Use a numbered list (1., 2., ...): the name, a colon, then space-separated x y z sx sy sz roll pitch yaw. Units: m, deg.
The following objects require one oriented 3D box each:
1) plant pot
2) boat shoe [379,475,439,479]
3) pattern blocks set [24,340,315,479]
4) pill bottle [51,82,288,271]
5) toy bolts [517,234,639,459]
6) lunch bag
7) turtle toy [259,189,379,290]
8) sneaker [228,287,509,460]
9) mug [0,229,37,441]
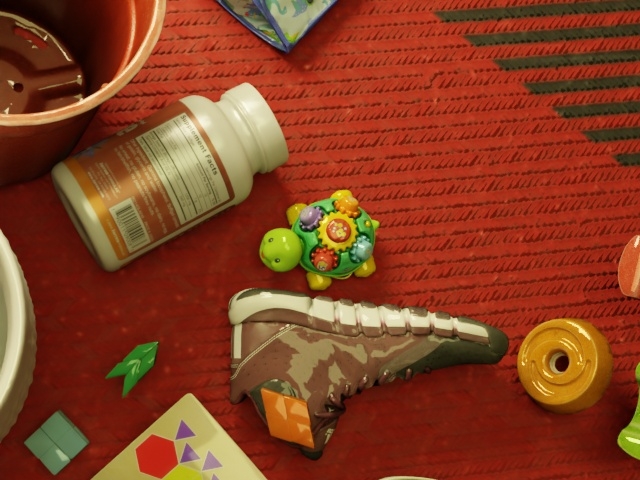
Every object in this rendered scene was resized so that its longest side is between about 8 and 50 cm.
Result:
1. plant pot: -0.299 -0.183 1.278 0.272 0.265 0.272 5 71 -15
2. boat shoe: 0.182 0.313 1.330 0.305 0.091 0.109 28 75 -4
3. pattern blocks set: -0.116 0.257 1.320 0.285 0.026 0.325 -34 88 3
4. pill bottle: -0.146 -0.068 1.365 0.216 0.121 0.121 -29 84 -14
5. toy bolts: 0.342 0.110 1.424 0.218 0.158 0.228 16 85 36
6. lunch bag: -0.047 -0.290 1.444 0.151 0.096 0.129 45 73 -13
7. turtle toy: 0.000 0.000 1.401 0.130 0.066 0.095 -17 82 -12
8. sneaker: 0.040 0.142 1.372 0.281 0.106 0.162 7 85 2
9. mug: -0.371 0.137 1.183 0.276 0.328 0.374 -13 81 -11
